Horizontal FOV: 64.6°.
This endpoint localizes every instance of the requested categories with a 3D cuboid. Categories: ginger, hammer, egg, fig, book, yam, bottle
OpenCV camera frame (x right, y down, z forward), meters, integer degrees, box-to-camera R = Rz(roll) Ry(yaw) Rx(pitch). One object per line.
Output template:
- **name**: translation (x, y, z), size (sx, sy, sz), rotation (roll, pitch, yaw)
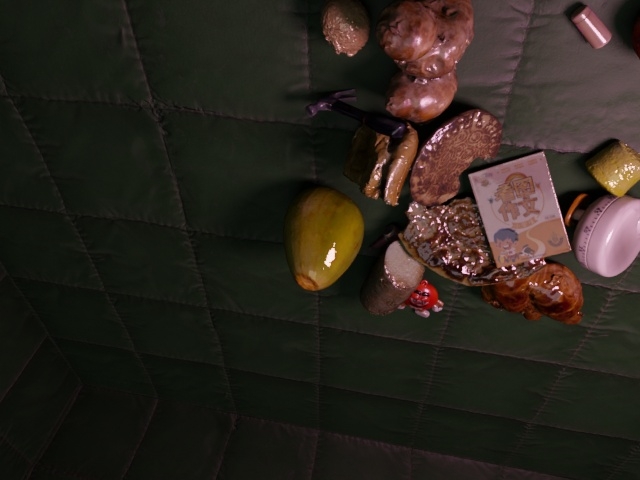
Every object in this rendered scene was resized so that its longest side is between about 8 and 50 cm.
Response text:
- **ginger**: translation (0.237, -0.409, 1.184), size (0.176, 0.256, 0.375), rotation (38, 161, 27)
- **hammer**: translation (0.104, -0.322, 1.290), size (0.290, 0.137, 0.037), rotation (33, 148, 38)
- **egg**: translation (0.059, -0.507, 1.193), size (0.118, 0.116, 0.140), rotation (-41, 127, 16)
- **fig**: translation (0.000, 0.000, 1.568), size (0.258, 0.326, 0.258), rotation (12, 156, 5)
- **book**: translation (0.564, -0.081, 1.435), size (0.208, 0.020, 0.295), rotation (-17, 100, 23)
- **yam**: translation (0.240, 0.132, 1.710), size (0.168, 0.168, 0.304), rotation (19, 150, -3)
- **ginger**: translation (0.698, 0.176, 1.666), size (0.358, 0.152, 0.274), rotation (16, 136, 3)
- **bottle**: translation (0.599, -0.474, 1.121), size (0.096, 0.045, 0.045), rotation (38, 132, -19)

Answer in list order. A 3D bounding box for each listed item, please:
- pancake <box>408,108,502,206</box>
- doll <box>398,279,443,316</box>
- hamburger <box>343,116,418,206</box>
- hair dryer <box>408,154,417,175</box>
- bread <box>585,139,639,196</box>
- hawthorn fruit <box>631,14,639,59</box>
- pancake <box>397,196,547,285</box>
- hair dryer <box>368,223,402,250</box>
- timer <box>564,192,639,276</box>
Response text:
- **pancake**: translation (0.360, -0.216, 1.350), size (0.286, 0.033, 0.288), rotation (-13, 134, -26)
- **doll**: translation (0.362, 0.216, 1.855), size (0.183, 0.085, 0.217), rotation (19, 145, -1)
- **hamburger**: translation (0.164, -0.227, 1.345), size (0.132, 0.309, 0.211), rotation (18, 108, -16)
- **hair dryer**: translation (0.323, -0.180, 1.500), size (0.100, 0.057, 0.197), rotation (-6, 140, 22)
- **bread**: translation (0.774, -0.183, 1.322), size (0.129, 0.111, 0.114), rotation (25, 128, -16)
- **hawthorn fruit**: translation (0.746, -0.424, 1.046), size (0.173, 0.173, 0.173), rotation (8, 136, 8)
- **pancake**: translation (0.451, -0.006, 1.535), size (0.427, 0.067, 0.304), rotation (-3, 105, 17)
- **hair dryer**: translation (0.224, 0.004, 1.716), size (0.154, 0.054, 0.106), rotation (-19, 132, 43)
- **timer**: translation (0.818, -0.010, 1.381), size (0.240, 0.233, 0.233), rotation (33, 157, 49)
